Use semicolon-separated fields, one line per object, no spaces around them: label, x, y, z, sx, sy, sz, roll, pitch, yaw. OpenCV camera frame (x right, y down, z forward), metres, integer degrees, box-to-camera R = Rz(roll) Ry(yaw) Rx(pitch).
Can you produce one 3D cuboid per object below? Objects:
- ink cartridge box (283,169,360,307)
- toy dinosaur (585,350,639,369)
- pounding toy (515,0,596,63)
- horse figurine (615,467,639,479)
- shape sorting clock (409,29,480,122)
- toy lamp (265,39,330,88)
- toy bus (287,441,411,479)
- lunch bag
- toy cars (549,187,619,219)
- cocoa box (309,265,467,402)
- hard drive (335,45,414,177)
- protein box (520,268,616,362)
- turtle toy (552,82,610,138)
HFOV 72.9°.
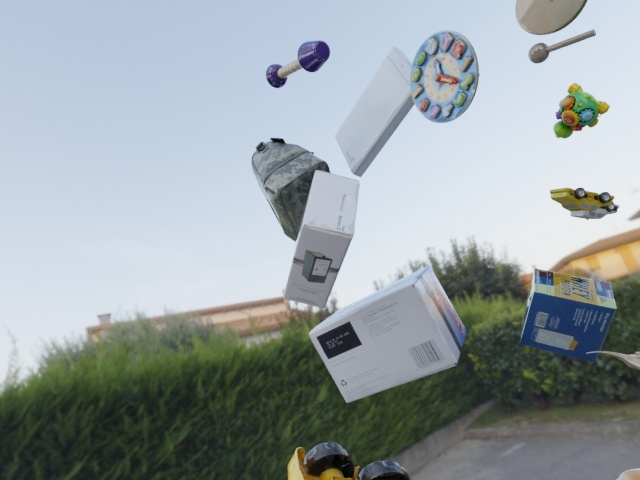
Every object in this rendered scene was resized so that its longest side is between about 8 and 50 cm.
ink cartridge box;0.000;0.000;1.047;0.114;0.198;0.273;14;-44;-4
toy dinosaur;0.775;0.298;1.072;0.092;0.053;0.183;8;11;-38
pounding toy;0.631;-0.603;1.140;0.110;0.237;0.183;-6;-2;-38
horse figurine;0.552;0.483;0.774;0.263;0.174;0.066;-25;18;0
shape sorting clock;0.285;-0.384;1.025;0.040;0.206;0.206;-13;-16;-34
toy lamp;-0.063;-0.480;1.179;0.080;0.080;0.274;-3;8;-31
toy bus;0.024;0.388;0.534;0.220;0.149;0.211;29;-76;-21
lunch bag;-0.094;-0.170;1.453;0.212;0.256;0.305;-40;-42;-16
toy cars;0.921;-0.113;1.510;0.176;0.087;0.393;9;1;39
cocoa box;0.194;0.260;1.225;0.347;0.231;0.228;-31;-4;26
hard drive;0.181;-0.410;1.392;0.047;0.233;0.353;13;-50;-31
protein box;0.716;0.217;1.272;0.201;0.200;0.136;11;31;21
turtle toy;0.564;-0.278;0.963;0.066;0.095;0.130;-42;-20;-9
